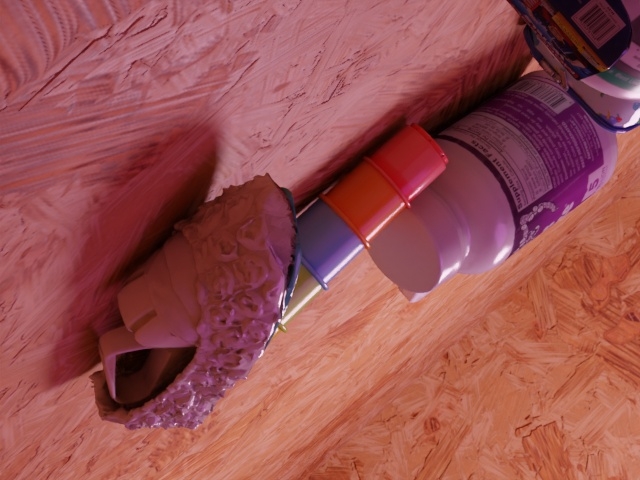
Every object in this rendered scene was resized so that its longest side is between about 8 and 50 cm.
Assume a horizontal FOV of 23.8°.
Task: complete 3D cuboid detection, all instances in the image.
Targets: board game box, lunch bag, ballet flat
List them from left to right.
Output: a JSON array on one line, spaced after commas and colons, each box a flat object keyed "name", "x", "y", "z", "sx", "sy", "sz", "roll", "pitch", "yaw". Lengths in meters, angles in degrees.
[{"name": "ballet flat", "x": -0.130, "y": 0.083, "z": 1.397, "sx": 0.147, "sy": 0.147, "sz": 0.409, "roll": -34, "pitch": 166, "yaw": -31}, {"name": "board game box", "x": 0.167, "y": -0.218, "z": 1.193, "sx": 0.060, "sy": 0.194, "sz": 0.194, "roll": -41, "pitch": -178, "yaw": 3}, {"name": "lunch bag", "x": 0.342, "y": -0.221, "z": 1.653, "sx": 0.219, "sy": 0.176, "sz": 0.090, "roll": -34, "pitch": 166, "yaw": -35}]

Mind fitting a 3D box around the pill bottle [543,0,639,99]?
[{"name": "pill bottle", "x": 0.338, "y": -0.282, "z": 1.232, "sx": 0.204, "sy": 0.204, "sz": 0.361, "roll": -31, "pitch": 175, "yaw": -41}]

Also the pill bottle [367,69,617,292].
[{"name": "pill bottle", "x": 0.192, "y": -0.064, "z": 1.757, "sx": 0.301, "sy": 0.169, "sz": 0.169, "roll": -34, "pitch": 166, "yaw": -31}]

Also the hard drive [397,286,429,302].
[{"name": "hard drive", "x": 0.257, "y": -0.051, "z": 2.297, "sx": 0.233, "sy": 0.047, "sz": 0.353, "roll": -34, "pitch": 167, "yaw": -28}]

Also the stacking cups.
[{"name": "stacking cups", "x": 0.000, "y": 0.000, "z": 1.596, "sx": 0.316, "sy": 0.096, "sz": 0.096, "roll": -44, "pitch": 168, "yaw": -1}]
